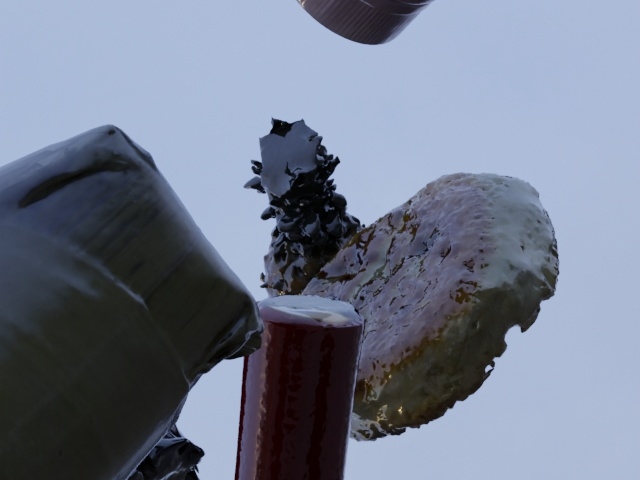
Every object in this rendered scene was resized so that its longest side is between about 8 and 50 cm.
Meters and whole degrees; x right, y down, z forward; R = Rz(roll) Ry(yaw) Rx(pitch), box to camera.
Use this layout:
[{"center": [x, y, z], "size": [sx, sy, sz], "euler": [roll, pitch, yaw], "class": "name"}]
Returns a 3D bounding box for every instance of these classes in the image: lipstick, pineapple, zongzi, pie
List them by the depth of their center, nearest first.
[{"center": [-0.209, 0.087, 0.616], "size": [0.274, 0.300, 0.145], "euler": [-49, -63, -39], "class": "zongzi"}, {"center": [-0.020, 0.157, 0.880], "size": [0.080, 0.080, 0.241], "euler": [1, -80, -32], "class": "lipstick"}, {"center": [0.075, 0.052, 1.230], "size": [0.315, 0.315, 0.092], "euler": [-38, -69, 9], "class": "pie"}, {"center": [0.000, 0.000, 1.451], "size": [0.157, 0.158, 0.279], "euler": [-21, -55, -11], "class": "pineapple"}]

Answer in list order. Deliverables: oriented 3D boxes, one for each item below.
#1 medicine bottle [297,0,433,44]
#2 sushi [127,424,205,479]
[{"center": [0.083, -0.265, 1.001], "size": [0.133, 0.133, 0.249], "euler": [8, -37, -37], "class": "medicine bottle"}, {"center": [-0.287, 0.184, 1.256], "size": [0.281, 0.294, 0.299], "euler": [-31, -11, -32], "class": "sushi"}]
